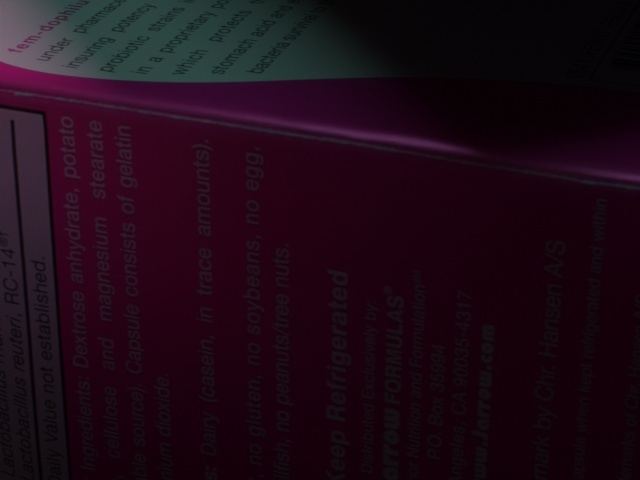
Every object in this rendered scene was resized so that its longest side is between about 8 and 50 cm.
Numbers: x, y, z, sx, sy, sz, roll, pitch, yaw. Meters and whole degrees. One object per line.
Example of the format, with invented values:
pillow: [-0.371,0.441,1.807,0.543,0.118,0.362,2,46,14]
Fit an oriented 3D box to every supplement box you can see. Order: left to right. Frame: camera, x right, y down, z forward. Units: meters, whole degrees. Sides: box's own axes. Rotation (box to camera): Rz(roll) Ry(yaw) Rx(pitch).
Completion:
supplement box: [0.000,0.000,0.407,0.220,0.114,0.111,11,29,18]
